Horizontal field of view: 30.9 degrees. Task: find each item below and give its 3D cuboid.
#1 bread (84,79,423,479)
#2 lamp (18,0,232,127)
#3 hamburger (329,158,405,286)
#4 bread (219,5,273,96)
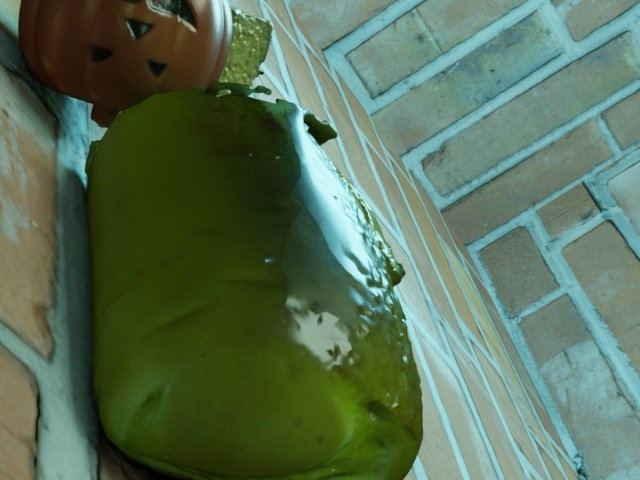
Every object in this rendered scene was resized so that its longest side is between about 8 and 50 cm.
[{"bbox_3d":[-0.053,0.046,0.890,0.251,0.208,0.376,44,20,-35],"label":"bread"},{"bbox_3d":[-0.176,-0.180,1.038,0.188,0.163,0.187,14,8,-2],"label":"lamp"},{"bbox_3d":[0.000,0.000,1.382,0.309,0.132,0.211,51,12,-47],"label":"hamburger"},{"bbox_3d":[-0.132,-0.191,1.252,0.147,0.152,0.127,9,44,-39],"label":"bread"}]
